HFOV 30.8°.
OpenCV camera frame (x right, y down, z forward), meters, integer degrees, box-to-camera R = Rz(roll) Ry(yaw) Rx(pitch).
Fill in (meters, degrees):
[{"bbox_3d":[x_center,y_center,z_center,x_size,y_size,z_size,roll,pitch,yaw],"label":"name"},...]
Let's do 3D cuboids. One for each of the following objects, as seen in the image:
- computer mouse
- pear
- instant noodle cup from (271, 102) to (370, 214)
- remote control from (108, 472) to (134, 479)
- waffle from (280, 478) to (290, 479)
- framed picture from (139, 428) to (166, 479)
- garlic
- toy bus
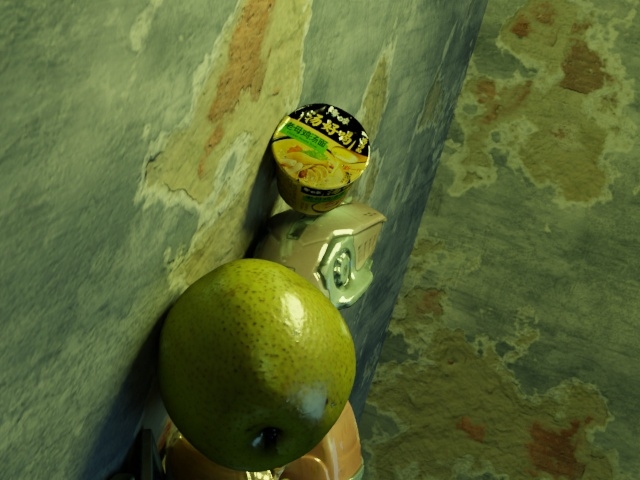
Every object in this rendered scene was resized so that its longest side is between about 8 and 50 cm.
[{"bbox_3d":[-0.001,-0.005,1.882,0.389,0.199,0.115,-56,149,-53],"label":"computer mouse"},{"bbox_3d":[-0.086,0.169,1.552,0.294,0.294,0.294,19,90,-78],"label":"pear"},{"bbox_3d":[-0.004,-0.116,1.793,0.122,0.151,0.151,101,13,-61],"label":"instant noodle cup"},{"bbox_3d":[-0.265,0.432,1.553,0.098,0.038,0.234,-62,151,-69],"label":"remote control"},{"bbox_3d":[-0.134,0.436,1.796,0.058,0.243,0.238,21,51,-56],"label":"waffle"},{"bbox_3d":[-0.229,0.450,1.615,0.232,0.024,0.315,90,-4,-58],"label":"framed picture"},{"bbox_3d":[-0.134,0.352,1.724,0.090,0.198,0.129,83,12,-68],"label":"garlic"},{"bbox_3d":[-0.073,0.331,1.905,0.194,0.287,0.232,-34,126,-64],"label":"toy bus"}]
